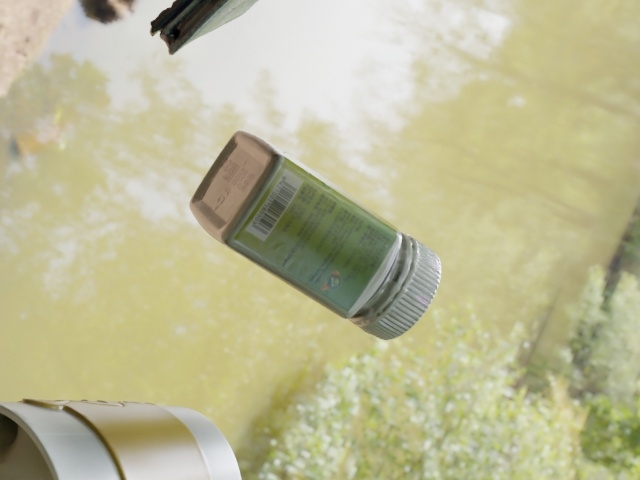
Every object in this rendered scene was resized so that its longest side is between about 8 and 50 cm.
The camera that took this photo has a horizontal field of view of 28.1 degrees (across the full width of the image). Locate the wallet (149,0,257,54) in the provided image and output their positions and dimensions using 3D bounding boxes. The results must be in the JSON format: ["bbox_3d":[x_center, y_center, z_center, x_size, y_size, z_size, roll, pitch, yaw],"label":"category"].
[{"bbox_3d":[-0.030,-0.237,1.027,0.222,0.036,0.167,-33,-173,33],"label":"wallet"}]

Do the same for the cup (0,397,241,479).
[{"bbox_3d":[-0.207,0.217,1.024,0.226,0.241,0.185,1,77,-52],"label":"cup"}]

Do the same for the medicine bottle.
[{"bbox_3d":[0.000,0.000,1.034,0.088,0.188,0.132,-57,-156,1],"label":"medicine bottle"}]
